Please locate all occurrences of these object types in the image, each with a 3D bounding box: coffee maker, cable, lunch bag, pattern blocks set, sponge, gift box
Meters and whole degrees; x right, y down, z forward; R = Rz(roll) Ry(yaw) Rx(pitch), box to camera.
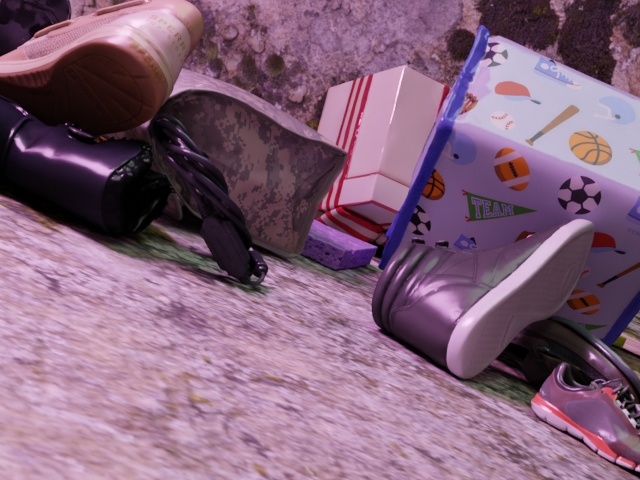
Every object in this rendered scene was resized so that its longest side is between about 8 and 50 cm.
[{"bbox_3d":[-0.358,-0.224,1.332,0.120,0.171,0.178,-8,17,-23],"label":"coffee maker"},{"bbox_3d":[-0.105,-0.049,1.091,0.185,0.047,0.150,61,3,-27],"label":"cable"},{"bbox_3d":[0.265,-0.029,1.441,0.327,0.385,0.239,24,50,5],"label":"lunch bag"},{"bbox_3d":[0.507,0.161,2.041,0.324,0.026,0.285,26,7,24],"label":"pattern blocks set"},{"bbox_3d":[-0.155,-0.116,1.335,0.287,0.169,0.235,24,5,-42],"label":"lunch bag"},{"bbox_3d":[0.000,0.000,1.538,0.117,0.031,0.210,25,7,13],"label":"sponge"},{"bbox_3d":[0.122,-0.098,1.828,0.255,0.258,0.276,21,-15,-24],"label":"gift box"}]

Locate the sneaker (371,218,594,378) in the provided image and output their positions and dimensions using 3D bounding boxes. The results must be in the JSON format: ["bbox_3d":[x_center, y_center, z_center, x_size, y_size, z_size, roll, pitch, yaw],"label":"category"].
[{"bbox_3d":[0.168,0.029,1.187,0.146,0.105,0.295,25,37,32],"label":"sneaker"}]

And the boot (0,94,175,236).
[{"bbox_3d":[-0.259,-0.083,1.002,0.207,0.094,0.246,22,-1,20],"label":"boot"}]

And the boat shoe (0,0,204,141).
[{"bbox_3d":[-0.241,-0.159,1.143,0.341,0.110,0.122,-4,-50,44],"label":"boat shoe"}]

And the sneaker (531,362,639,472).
[{"bbox_3d":[0.264,0.158,1.022,0.158,0.065,0.061,27,7,31],"label":"sneaker"}]

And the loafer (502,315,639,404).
[{"bbox_3d":[0.241,0.126,1.250,0.267,0.084,0.096,39,-15,54],"label":"loafer"}]
